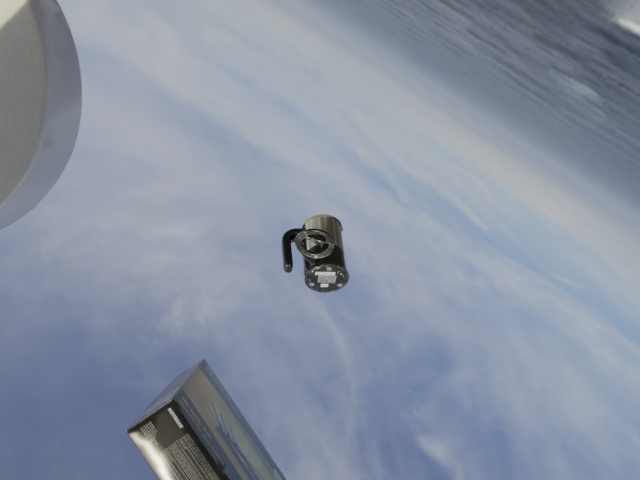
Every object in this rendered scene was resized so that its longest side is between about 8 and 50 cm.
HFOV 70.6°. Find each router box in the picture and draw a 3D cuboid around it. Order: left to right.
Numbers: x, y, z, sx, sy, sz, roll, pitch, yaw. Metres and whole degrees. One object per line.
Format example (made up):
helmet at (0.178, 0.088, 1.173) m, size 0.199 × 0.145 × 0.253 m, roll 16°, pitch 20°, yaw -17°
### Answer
router box at (-0.159, 0.367, 0.739) m, size 0.309 × 0.081 × 0.243 m, roll 56°, pitch 176°, yaw -2°

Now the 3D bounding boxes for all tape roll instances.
tape roll at (-0.471, -0.181, 0.502) m, size 0.392 × 0.392 × 0.072 m, roll 32°, pitch -173°, yaw -3°

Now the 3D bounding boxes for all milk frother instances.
milk frother at (0.000, 0.000, 0.853) m, size 0.129 × 0.143 × 0.135 m, roll 14°, pitch -137°, yaw -20°
